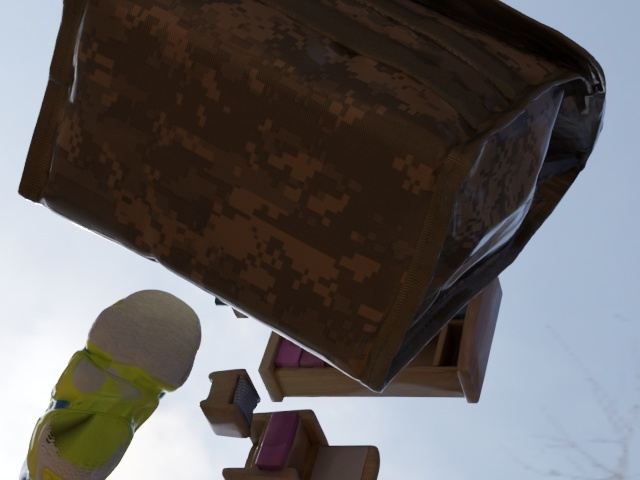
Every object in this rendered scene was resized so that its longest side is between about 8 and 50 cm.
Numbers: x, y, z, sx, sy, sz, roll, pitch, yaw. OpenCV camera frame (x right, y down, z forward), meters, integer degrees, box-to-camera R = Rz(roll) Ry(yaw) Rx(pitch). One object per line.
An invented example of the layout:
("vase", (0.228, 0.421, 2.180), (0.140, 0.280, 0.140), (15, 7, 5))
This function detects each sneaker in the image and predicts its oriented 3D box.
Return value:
("sneaker", (-0.186, 0.139, 1.355), (0.091, 0.240, 0.126), (38, -51, -1))

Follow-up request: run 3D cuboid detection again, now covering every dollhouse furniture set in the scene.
("dollhouse furniture set", (0.010, 0.025, 1.387), (0.198, 0.303, 0.286), (-3, -137, 21))

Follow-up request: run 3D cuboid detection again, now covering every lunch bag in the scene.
("lunch bag", (0.017, -0.078, 0.922), (0.235, 0.287, 0.169), (28, -60, 15))
